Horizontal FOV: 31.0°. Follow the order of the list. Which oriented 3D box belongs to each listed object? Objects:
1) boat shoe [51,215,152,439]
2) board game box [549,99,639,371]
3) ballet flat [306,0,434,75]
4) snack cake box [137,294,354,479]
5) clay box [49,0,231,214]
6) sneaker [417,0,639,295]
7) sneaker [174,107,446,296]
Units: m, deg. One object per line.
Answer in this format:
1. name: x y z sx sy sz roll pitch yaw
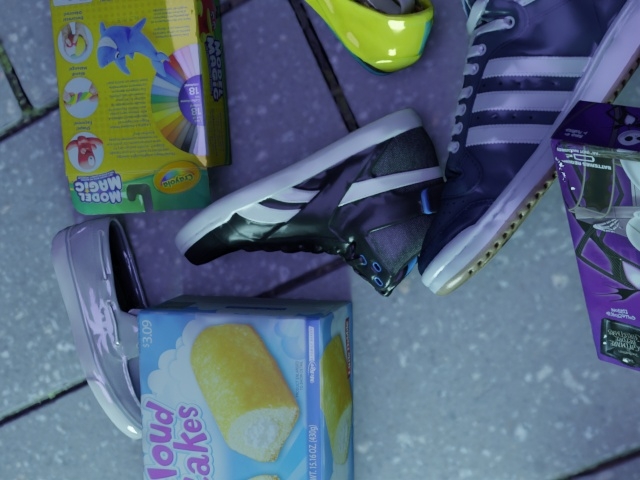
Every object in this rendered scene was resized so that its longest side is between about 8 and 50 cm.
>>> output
1. boat shoe: -0.160 0.069 0.945 0.063 0.066 0.184 -21 80 20
2. board game box: 0.312 0.033 0.674 0.347 0.056 0.208 14 144 38
3. ballet flat: -0.006 -0.219 0.845 0.231 0.077 0.077 43 145 4
4. snack cake box: -0.056 0.179 0.907 0.152 0.089 0.264 0 96 17
5. clay box: -0.143 -0.134 0.916 0.127 0.053 0.222 -2 97 18
6. sneaker: 0.118 -0.110 0.803 0.153 0.099 0.282 36 94 7
7. sneaker: 0.000 0.000 0.872 0.217 0.079 0.121 -27 86 17
